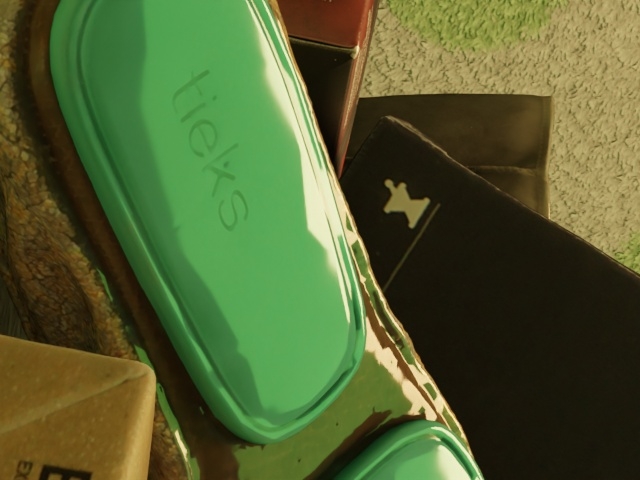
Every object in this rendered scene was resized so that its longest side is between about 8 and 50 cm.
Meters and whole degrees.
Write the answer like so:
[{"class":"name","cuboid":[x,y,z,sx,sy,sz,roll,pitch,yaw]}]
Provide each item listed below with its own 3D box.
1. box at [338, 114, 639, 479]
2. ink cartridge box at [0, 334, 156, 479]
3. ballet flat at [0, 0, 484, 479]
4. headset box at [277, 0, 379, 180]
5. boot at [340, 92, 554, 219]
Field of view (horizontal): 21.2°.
[{"class":"box","cuboid":[0.059,0.191,0.604,0.343,0.313,0.179,-56,176,-9]},{"class":"ink cartridge box","cuboid":[-0.100,0.162,0.352,0.234,0.088,0.193,-81,180,-47]},{"class":"ballet flat","cuboid":[-0.023,0.051,0.471,0.108,0.106,0.316,-31,116,-33]},{"class":"headset box","cuboid":[-0.025,-0.130,0.679,0.218,0.110,0.293,101,1,-66]},{"class":"boot","cuboid":[0.000,0.000,0.783,0.076,0.209,0.189,101,1,-65]}]
